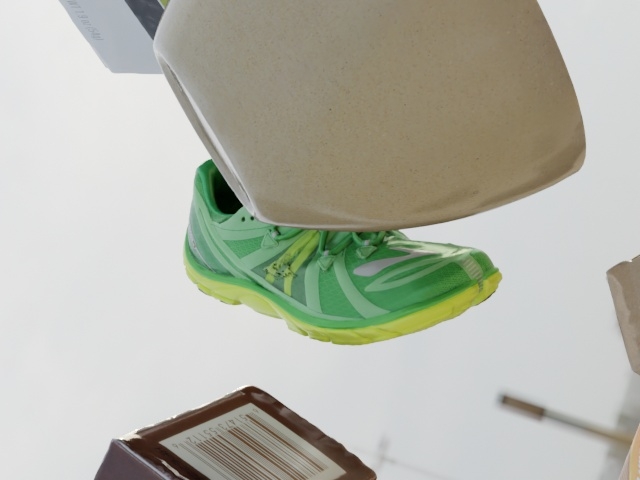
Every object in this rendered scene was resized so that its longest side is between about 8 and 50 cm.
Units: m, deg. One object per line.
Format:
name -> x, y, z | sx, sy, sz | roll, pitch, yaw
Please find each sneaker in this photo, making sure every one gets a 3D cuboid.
sneaker -> 0.000, 0.000, 1.383 | 0.109, 0.296, 0.123 | -27, -61, -43

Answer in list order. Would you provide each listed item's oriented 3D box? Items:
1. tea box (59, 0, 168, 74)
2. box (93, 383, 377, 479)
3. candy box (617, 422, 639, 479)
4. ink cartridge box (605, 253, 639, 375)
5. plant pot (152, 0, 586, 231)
tea box -> -0.082, -0.317, 1.478 | 0.329, 0.324, 0.220 | 55, -132, -43
box -> -0.125, 0.311, 1.411 | 0.191, 0.143, 0.381 | -16, -45, -59
candy box -> 0.350, 0.299, 1.729 | 0.088, 0.183, 0.316 | -19, -35, -21
ink cartridge box -> 0.344, 0.035, 1.240 | 0.193, 0.235, 0.088 | 27, -138, -38
plant pot -> 0.009, -0.115, 1.161 | 0.191, 0.284, 0.284 | -32, -21, -5
